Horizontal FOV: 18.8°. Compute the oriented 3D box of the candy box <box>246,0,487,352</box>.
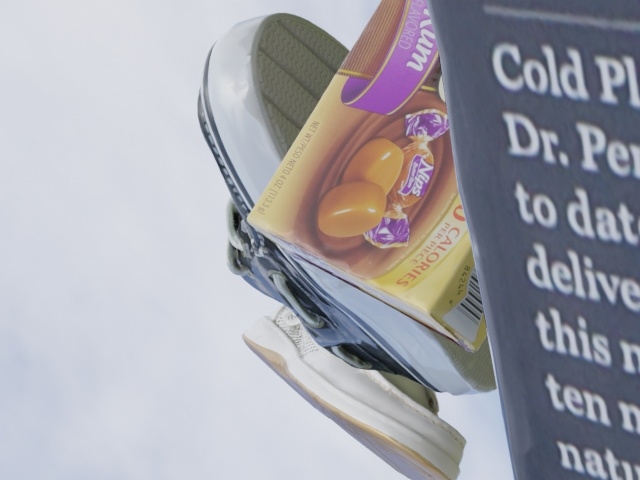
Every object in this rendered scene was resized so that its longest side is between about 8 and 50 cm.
[{"bbox_3d":[0.065,-0.059,0.829,0.109,0.186,0.053,28,175,36],"label":"candy box"}]

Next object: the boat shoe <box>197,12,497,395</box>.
[{"bbox_3d":[0.000,0.000,1.111,0.335,0.119,0.121,53,-139,-46],"label":"boat shoe"}]

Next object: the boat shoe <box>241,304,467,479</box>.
[{"bbox_3d":[0.034,0.083,1.332,0.098,0.096,0.277,45,174,-29],"label":"boat shoe"}]

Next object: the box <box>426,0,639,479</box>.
[{"bbox_3d":[0.290,-0.052,0.426,0.480,0.297,0.471,-28,-62,-35],"label":"box"}]
